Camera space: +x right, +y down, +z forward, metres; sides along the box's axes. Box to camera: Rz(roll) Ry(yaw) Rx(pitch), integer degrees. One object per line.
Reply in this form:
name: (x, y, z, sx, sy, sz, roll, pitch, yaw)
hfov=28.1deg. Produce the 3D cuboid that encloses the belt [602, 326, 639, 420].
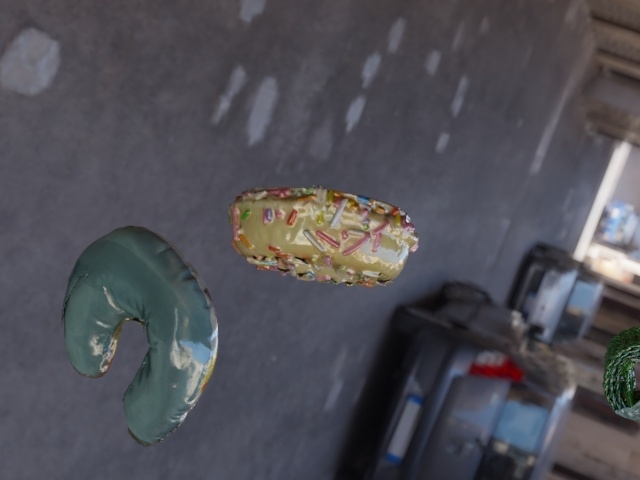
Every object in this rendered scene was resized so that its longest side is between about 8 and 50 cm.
belt: (0.490, 0.209, 1.943, 0.079, 0.121, 0.151, -70, 168, -58)

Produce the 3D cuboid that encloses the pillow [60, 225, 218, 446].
pillow: (-0.210, 0.099, 1.452, 0.086, 0.233, 0.214, -1, 126, -56)

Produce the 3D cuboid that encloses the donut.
donut: (0.000, 0.000, 1.123, 0.174, 0.174, 0.068, 43, 54, -76)
